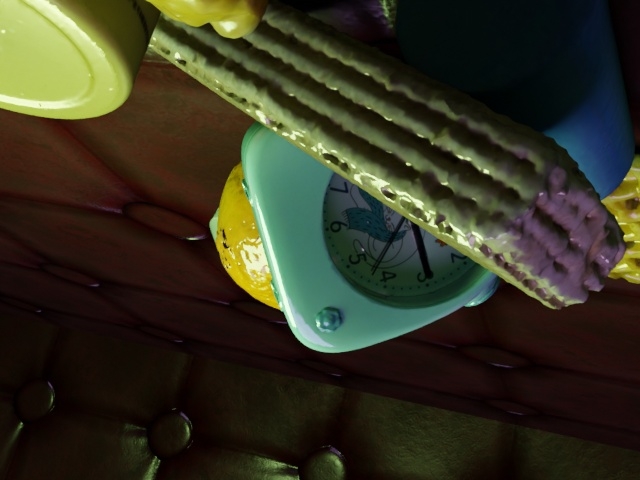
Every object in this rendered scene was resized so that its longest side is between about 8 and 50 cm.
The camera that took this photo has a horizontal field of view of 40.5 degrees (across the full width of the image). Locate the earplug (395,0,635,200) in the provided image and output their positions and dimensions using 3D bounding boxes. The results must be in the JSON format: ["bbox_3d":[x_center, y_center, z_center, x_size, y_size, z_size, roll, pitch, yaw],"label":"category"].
[{"bbox_3d":[0.168,-0.107,0.652,0.132,0.132,0.273,5,163,30],"label":"earplug"}]

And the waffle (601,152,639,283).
[{"bbox_3d":[0.317,-0.019,0.901,0.291,0.051,0.291,14,160,5],"label":"waffle"}]

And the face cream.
[{"bbox_3d":[-0.197,-0.206,0.552,0.218,0.179,0.218,14,162,5],"label":"face cream"}]

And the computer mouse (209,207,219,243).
[{"bbox_3d":[0.000,-0.006,1.133,0.288,0.097,0.159,3,160,1],"label":"computer mouse"}]

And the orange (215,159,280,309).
[{"bbox_3d":[-0.005,-0.016,0.945,0.219,0.193,0.219,-5,153,-3],"label":"orange"}]

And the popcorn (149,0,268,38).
[{"bbox_3d":[-0.052,-0.223,0.385,0.190,0.191,0.253,0,152,3],"label":"popcorn"}]

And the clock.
[{"bbox_3d":[0.075,-0.031,0.800,0.274,0.223,0.094,-15,-162,-8],"label":"clock"}]

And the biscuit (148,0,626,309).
[{"bbox_3d":[0.012,-0.092,0.606,0.426,0.078,0.144,38,-175,40],"label":"biscuit"}]
